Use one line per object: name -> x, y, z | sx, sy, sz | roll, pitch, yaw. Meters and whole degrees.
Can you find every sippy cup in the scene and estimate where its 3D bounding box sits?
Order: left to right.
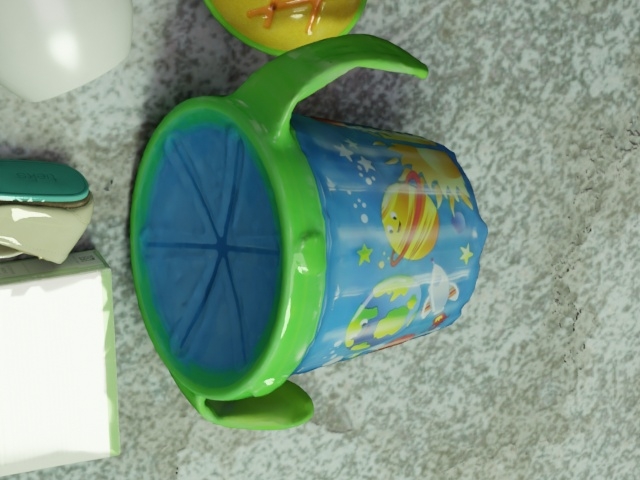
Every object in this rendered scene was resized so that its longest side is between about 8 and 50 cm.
sippy cup -> 0.000, 0.000, 1.223 | 0.224, 0.305, 0.240 | -4, 70, -36

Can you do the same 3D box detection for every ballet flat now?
ballet flat -> -0.290, -0.028, 1.146 | 0.248, 0.086, 0.086 | 12, 104, -30

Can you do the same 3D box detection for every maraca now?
maraca -> -0.045, -0.224, 1.177 | 0.127, 0.099, 0.186 | -44, 96, -7

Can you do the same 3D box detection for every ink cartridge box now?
ink cartridge box -> -0.278, 0.108, 1.214 | 0.235, 0.056, 0.171 | -8, 113, -21

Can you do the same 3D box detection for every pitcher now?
pitcher -> -0.197, -0.221, 1.096 | 0.178, 0.125, 0.207 | -34, 111, -28
